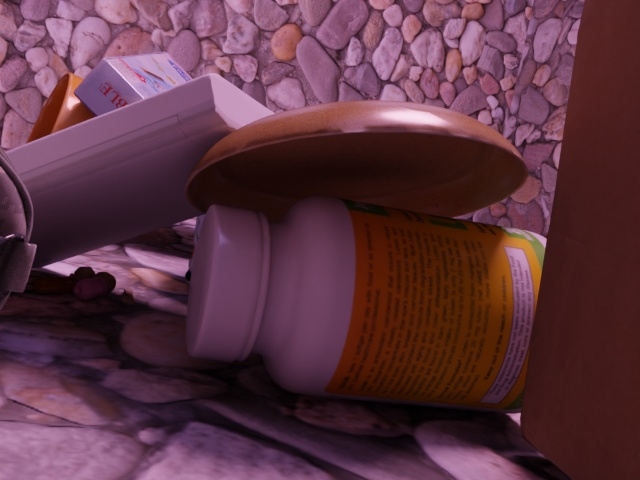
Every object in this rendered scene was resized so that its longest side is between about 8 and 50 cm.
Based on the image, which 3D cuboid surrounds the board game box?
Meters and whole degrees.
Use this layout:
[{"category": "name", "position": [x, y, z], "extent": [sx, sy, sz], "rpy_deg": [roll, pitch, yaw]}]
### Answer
[{"category": "board game box", "position": [-0.169, -0.133, 1.052], "extent": [0.319, 0.066, 0.318], "rpy_deg": [46, 13, -10]}]

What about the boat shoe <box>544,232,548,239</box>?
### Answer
[{"category": "boat shoe", "position": [0.322, 0.049, 0.997], "extent": [0.323, 0.120, 0.122], "rpy_deg": [11, 7, 3]}]

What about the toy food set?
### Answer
[{"category": "toy food set", "position": [-0.229, 0.035, 0.647], "extent": [0.122, 0.019, 0.078], "rpy_deg": [9, 7, -19]}]

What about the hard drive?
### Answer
[{"category": "hard drive", "position": [-0.174, -0.041, 0.591], "extent": [0.307, 0.040, 0.203], "rpy_deg": [-17, -11, 17]}]

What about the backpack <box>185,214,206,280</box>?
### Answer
[{"category": "backpack", "position": [-0.004, -0.020, 0.761], "extent": [0.263, 0.213, 0.276], "rpy_deg": [2, 7, 18]}]

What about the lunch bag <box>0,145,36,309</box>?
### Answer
[{"category": "lunch bag", "position": [-0.339, -0.040, 0.373], "extent": [0.305, 0.213, 0.256], "rpy_deg": [14, -9, 22]}]

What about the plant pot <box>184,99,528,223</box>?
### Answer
[{"category": "plant pot", "position": [0.023, -0.047, 0.510], "extent": [0.236, 0.033, 0.236], "rpy_deg": [-3, -12, -1]}]

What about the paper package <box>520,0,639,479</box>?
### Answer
[{"category": "paper package", "position": [0.252, 0.019, 0.317], "extent": [0.168, 0.310, 0.325], "rpy_deg": [5, 7, -15]}]

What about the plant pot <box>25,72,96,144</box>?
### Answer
[{"category": "plant pot", "position": [-0.315, -0.105, 1.036], "extent": [0.187, 0.205, 0.205], "rpy_deg": [24, -1, -29]}]

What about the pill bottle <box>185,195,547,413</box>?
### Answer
[{"category": "pill bottle", "position": [0.037, 0.043, 0.505], "extent": [0.245, 0.137, 0.136], "rpy_deg": [9, 7, -17]}]
